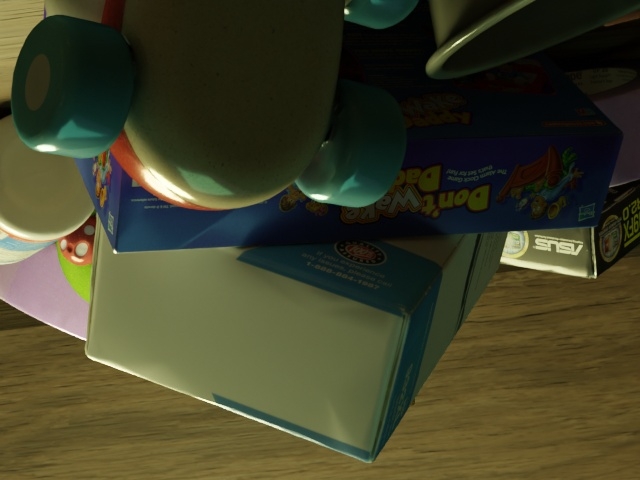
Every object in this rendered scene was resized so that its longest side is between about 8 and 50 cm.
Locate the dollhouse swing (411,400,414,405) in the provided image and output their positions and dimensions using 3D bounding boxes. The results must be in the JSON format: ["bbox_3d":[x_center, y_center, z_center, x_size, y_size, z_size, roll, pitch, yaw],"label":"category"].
[{"bbox_3d":[-0.091,0.063,1.915,0.315,0.305,0.347,-9,173,21],"label":"dollhouse swing"}]

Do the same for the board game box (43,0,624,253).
[{"bbox_3d":[0.000,-0.094,1.168,0.347,0.078,0.233,-3,-146,-21],"label":"board game box"}]

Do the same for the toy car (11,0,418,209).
[{"bbox_3d":[-0.096,-0.124,0.983,0.219,0.210,0.238,9,177,-34],"label":"toy car"}]

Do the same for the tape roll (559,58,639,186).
[{"bbox_3d":[0.232,-0.104,1.521,0.189,0.080,0.189,-12,-165,3],"label":"tape roll"}]

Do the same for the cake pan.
[{"bbox_3d":[0.187,-0.180,0.989,0.293,0.054,0.293,-23,176,-2],"label":"cake pan"}]

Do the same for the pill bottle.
[{"bbox_3d":[-0.301,-0.044,1.620,0.124,0.124,0.221,-2,173,-26],"label":"pill bottle"}]

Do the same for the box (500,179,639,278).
[{"bbox_3d":[0.195,-0.047,1.615,0.270,0.060,0.216,9,-153,35],"label":"box"}]

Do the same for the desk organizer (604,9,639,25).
[{"bbox_3d":[0.256,-0.196,1.234,0.130,0.047,0.050,-11,174,32],"label":"desk organizer"}]

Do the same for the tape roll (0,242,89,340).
[{"bbox_3d":[-0.267,0.051,1.992,0.274,0.090,0.275,24,-175,-2],"label":"tape roll"}]

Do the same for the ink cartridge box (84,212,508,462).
[{"bbox_3d":[0.000,0.000,1.222,0.223,0.129,0.307,18,-150,14],"label":"ink cartridge box"}]

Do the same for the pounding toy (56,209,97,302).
[{"bbox_3d":[-0.180,-0.029,1.683,0.236,0.183,0.110,-11,160,19],"label":"pounding toy"}]
